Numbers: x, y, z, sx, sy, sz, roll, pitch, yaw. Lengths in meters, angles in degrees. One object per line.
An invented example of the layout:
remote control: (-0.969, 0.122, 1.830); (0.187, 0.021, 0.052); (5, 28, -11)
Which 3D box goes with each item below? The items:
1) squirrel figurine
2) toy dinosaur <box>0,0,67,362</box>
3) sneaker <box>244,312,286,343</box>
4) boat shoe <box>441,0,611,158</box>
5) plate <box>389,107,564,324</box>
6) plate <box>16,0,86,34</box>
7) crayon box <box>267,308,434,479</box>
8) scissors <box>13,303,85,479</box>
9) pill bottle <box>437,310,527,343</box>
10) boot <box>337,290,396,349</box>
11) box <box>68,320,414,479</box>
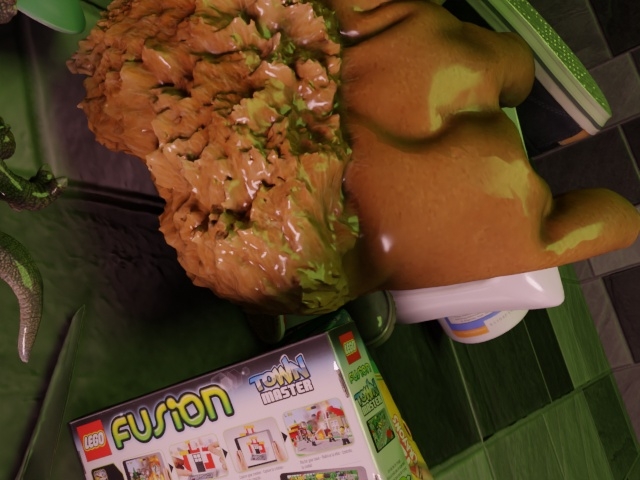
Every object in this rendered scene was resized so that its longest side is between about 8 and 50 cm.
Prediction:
squirrel figurine: (0.015, -0.141, 0.551); (0.397, 0.281, 0.370); (-11, 93, -33)
toy dinosaur: (-0.240, -0.074, 0.355); (0.160, 0.121, 0.313); (-11, 84, -50)
sneaker: (-0.048, 0.041, 0.655); (0.067, 0.042, 0.118); (0, 68, -58)
boat shoe: (0.179, -0.301, 0.895); (0.500, 0.156, 0.186); (44, 35, -13)
plate: (0.128, -0.040, 0.789); (0.045, 0.277, 0.277); (-11, 87, -36)
plate: (-0.235, -0.228, 0.472); (0.188, 0.024, 0.188); (49, 11, -13)
crayon box: (0.025, 0.224, 0.605); (0.278, 0.081, 0.165); (63, 27, -8)
scissors: (-0.166, 0.171, 0.376); (0.109, 0.021, 0.297); (50, 31, -26)
pill bottle: (0.191, 0.008, 0.989); (0.272, 0.152, 0.152); (56, 29, -22)
boot: (-0.002, 0.002, 0.735); (0.208, 0.076, 0.189); (50, 18, -42)
box: (-0.053, 0.133, 0.395); (0.036, 0.207, 0.114); (-8, 77, -62)
